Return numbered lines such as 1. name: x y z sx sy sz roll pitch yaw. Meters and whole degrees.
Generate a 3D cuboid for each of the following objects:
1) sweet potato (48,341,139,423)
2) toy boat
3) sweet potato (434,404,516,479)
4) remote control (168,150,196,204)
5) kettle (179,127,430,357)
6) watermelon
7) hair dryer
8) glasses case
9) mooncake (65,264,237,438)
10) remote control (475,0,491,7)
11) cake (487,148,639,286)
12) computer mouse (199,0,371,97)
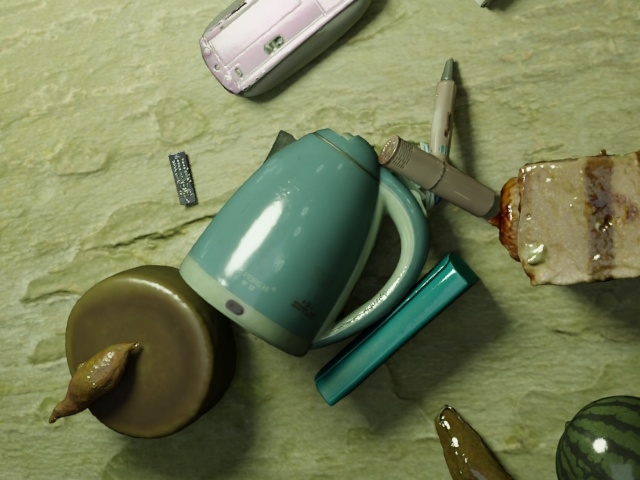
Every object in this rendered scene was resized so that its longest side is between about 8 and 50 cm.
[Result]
1. sweet potato: -0.382 0.238 1.891 0.226 0.068 0.068 -43 82 20
2. toy boat: 0.142 -0.090 1.883 0.149 0.034 0.105 -30 83 15
3. sweet potato: 0.282 0.384 1.863 0.112 0.085 0.286 -39 69 -19
4. remote control: -0.237 -0.108 2.001 0.034 0.016 0.091 -13 91 1
5. kettle: 0.000 0.000 1.838 0.319 0.247 0.342 36 92 4
6. watermelon: 0.457 0.335 1.737 0.212 0.212 0.212 1 94 16
7. hair dryer: 0.209 -0.172 1.845 0.195 0.053 0.220 28 66 -21
8. glasses case: 0.118 0.141 1.866 0.301 0.117 0.070 -42 82 14
9. mooncake: -0.282 0.183 1.963 0.284 0.155 0.284 3 99 20
10. remote control: 0.315 -0.495 1.794 0.277 0.055 0.103 -45 82 16
11. cake: 0.390 -0.040 1.737 0.293 0.199 0.196 -2 96 17
12. computer mouse: -0.056 -0.366 1.900 0.310 0.072 0.158 -37 85 16
